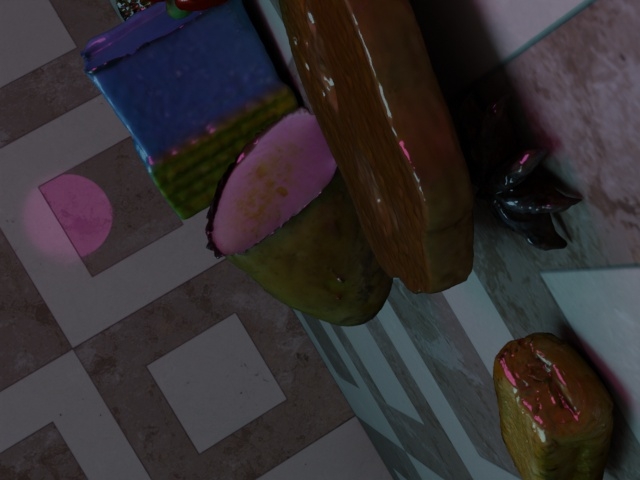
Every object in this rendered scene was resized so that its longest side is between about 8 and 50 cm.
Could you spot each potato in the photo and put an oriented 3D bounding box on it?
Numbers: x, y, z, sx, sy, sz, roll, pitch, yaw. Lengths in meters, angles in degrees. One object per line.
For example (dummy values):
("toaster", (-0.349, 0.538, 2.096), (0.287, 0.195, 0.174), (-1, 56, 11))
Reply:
("potato", (0.000, 0.000, 1.162), (0.266, 0.229, 0.229), (47, -179, -40))

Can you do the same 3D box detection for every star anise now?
("star anise", (0.140, -0.050, 0.666), (0.141, 0.042, 0.141), (55, 169, 16))

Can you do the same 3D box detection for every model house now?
("model house", (-0.164, -0.191, 1.249), (0.303, 0.237, 0.215), (61, 173, -21))

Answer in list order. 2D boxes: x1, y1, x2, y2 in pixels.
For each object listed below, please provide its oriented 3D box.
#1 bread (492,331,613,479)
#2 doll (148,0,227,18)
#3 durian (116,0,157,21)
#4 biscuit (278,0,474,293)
("bread", (0.218, 0.173, 0.829), (0.114, 0.083, 0.211), (59, 173, 34))
("doll", (-0.125, -0.318, 0.851), (0.363, 0.160, 0.182), (-154, 49, -69))
("durian", (-0.258, -0.390, 1.402), (0.193, 0.138, 0.237), (53, 170, 31))
("biscuit", (0.044, -0.129, 0.769), (0.385, 0.062, 0.365), (123, 126, -84))
